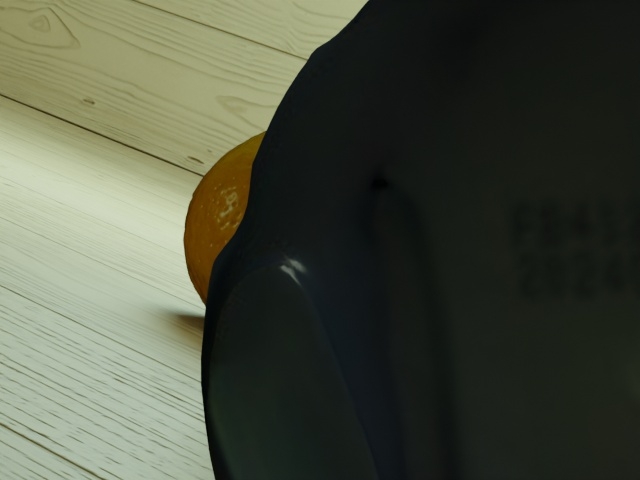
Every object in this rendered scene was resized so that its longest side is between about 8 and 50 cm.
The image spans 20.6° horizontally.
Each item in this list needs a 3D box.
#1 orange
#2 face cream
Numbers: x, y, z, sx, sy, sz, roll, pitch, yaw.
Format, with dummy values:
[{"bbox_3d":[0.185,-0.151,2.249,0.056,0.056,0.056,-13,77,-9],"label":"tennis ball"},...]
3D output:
[{"bbox_3d":[-0.002,0.002,1.163,0.178,0.155,0.177,7,4,-1],"label":"orange"},{"bbox_3d":[0.118,0.034,0.493,0.249,0.249,0.225,21,6,21],"label":"face cream"}]
